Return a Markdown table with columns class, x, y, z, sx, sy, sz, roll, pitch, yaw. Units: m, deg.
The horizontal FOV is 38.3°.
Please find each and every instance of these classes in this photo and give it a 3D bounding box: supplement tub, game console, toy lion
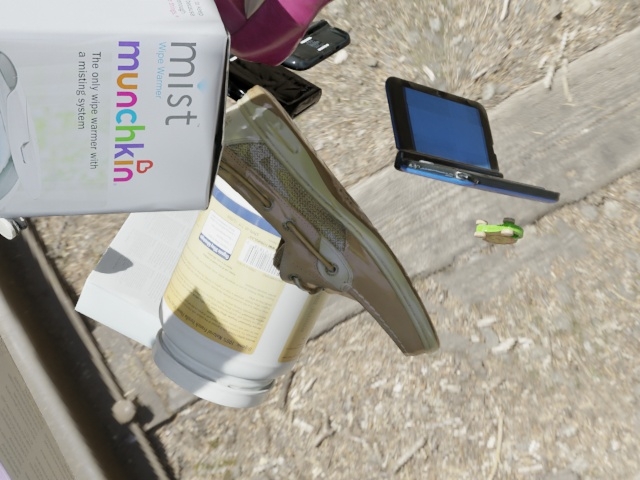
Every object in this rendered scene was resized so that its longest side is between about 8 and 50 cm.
| class | x | y | z | sx | sy | sz | roll | pitch | yaw |
| --- | --- | --- | --- | --- | --- | --- | --- | --- | --- |
| supplement tub | -0.105 | 0.066 | 1.380 | 0.228 | 0.228 | 0.316 | 27 | 102 | 4 |
| game console | -0.056 | -0.354 | 1.839 | 0.213 | 0.361 | 0.044 | 33 | 135 | 17 |
| game console | 0.283 | -0.185 | 1.709 | 0.250 | 0.293 | 0.174 | 19 | 99 | 49 |
| toy lion | 0.354 | -0.013 | 1.801 | 0.100 | 0.096 | 0.034 | -6 | 68 | 45 |

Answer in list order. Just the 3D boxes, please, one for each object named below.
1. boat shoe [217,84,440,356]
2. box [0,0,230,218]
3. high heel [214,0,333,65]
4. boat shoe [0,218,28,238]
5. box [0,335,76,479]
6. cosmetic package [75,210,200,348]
| class | x | y | z | sx | sy | sz | roll | pitch | yaw |
| --- | --- | --- | --- | --- | --- | --- | --- | --- | --- |
| boat shoe | 0.000 | 0.000 | 0.987 | 0.110 | 0.121 | 0.341 | -37 | 96 | 4 |
| box | -0.196 | -0.140 | 0.561 | 0.231 | 0.262 | 0.127 | -3 | 130 | -20 |
| high heel | 0.008 | -0.191 | 0.702 | 0.244 | 0.117 | 0.082 | -13 | 59 | 37 |
| boat shoe | -0.543 | -0.049 | 1.550 | 0.125 | 0.038 | 0.046 | 32 | 136 | 25 |
| box | -0.254 | 0.155 | 0.711 | 0.063 | 0.067 | 0.324 | 1 | 132 | 14 |
| cosmetic package | -0.282 | 0.061 | 1.863 | 0.284 | 0.377 | 0.097 | 27 | 127 | -5 |
